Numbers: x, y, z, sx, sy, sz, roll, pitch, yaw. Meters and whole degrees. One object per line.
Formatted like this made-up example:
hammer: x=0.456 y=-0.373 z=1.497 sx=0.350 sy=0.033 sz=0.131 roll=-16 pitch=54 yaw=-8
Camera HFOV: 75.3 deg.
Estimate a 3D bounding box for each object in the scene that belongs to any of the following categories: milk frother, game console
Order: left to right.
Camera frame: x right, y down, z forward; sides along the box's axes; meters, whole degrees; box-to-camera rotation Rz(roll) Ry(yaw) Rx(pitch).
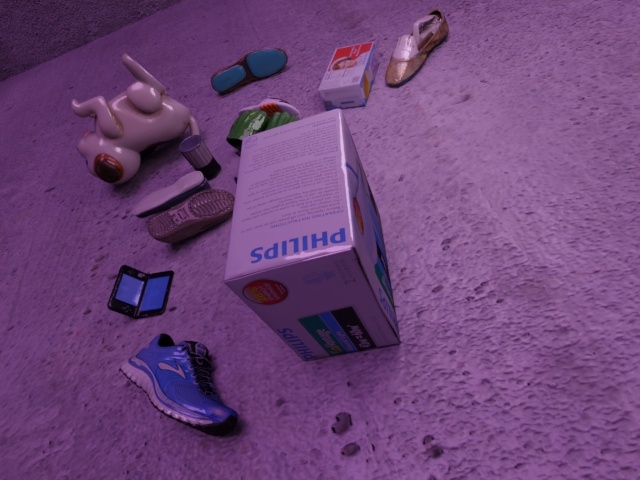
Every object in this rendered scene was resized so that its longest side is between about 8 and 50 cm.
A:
game console: x=-0.492 y=0.132 z=1.140 sx=0.085 sy=0.124 sz=0.144 roll=-33 pitch=41 yaw=32
milk frother: x=-0.432 y=-0.254 z=1.391 sx=0.129 sy=0.134 sz=0.143 roll=2 pitch=54 yaw=25

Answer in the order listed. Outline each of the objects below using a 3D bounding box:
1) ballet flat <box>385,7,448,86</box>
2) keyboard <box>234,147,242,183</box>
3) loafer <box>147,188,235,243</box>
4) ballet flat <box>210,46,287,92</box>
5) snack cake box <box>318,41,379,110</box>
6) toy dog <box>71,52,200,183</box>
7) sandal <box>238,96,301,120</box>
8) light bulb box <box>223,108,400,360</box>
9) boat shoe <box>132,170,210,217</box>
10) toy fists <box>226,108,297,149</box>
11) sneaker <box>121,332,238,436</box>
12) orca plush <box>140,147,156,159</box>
ballet flat: x=0.327 y=-0.681 z=1.437 sx=0.123 sy=0.123 sz=0.348 roll=26 pitch=67 yaw=36
keyboard: x=-0.158 y=-0.196 z=1.234 sx=0.201 sy=0.033 sz=0.317 roll=-40 pitch=54 yaw=-9
loafer: x=-0.381 y=-0.071 z=1.251 sx=0.269 sy=0.092 sz=0.102 roll=-23 pitch=73 yaw=-16
ballet flat: x=-0.301 y=-0.725 z=1.755 sx=0.342 sy=0.116 sz=0.124 roll=-23 pitch=28 yaw=9
snack cake box: x=0.104 y=-0.584 z=1.468 sx=0.152 sy=0.089 sz=0.264 roll=0 pitch=53 yaw=25
toy dog: x=-0.695 y=-0.395 z=1.519 sx=0.408 sy=0.395 sz=0.284 roll=-50 pitch=31 yaw=-1
sandal: x=-0.180 y=-0.470 z=1.485 sx=0.265 sy=0.102 sz=0.076 roll=9 pitch=60 yaw=30
light bulb box: x=0.000 y=0.000 z=0.856 sx=0.225 sy=0.358 sz=0.361 roll=-14 pitch=50 yaw=14
boat shoe: x=-0.483 y=-0.136 z=1.354 sx=0.255 sy=0.079 sz=0.095 roll=-33 pitch=46 yaw=-8
toy fists: x=-0.185 y=-0.371 z=1.413 sx=0.279 sy=0.096 sz=0.142 roll=14 pitch=72 yaw=30
sneaker: x=-0.292 y=0.293 z=0.894 sx=0.330 sy=0.129 sz=0.147 roll=21 pitch=66 yaw=34
orca plush: x=-0.750 y=-0.446 z=1.705 sx=0.287 sy=0.151 sz=0.102 roll=37 pitch=28 yaw=25
